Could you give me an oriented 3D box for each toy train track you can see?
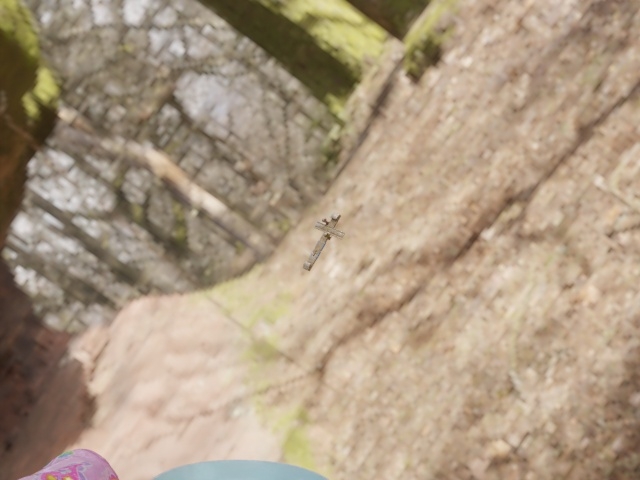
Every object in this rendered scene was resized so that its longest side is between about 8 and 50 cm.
[{"bbox_3d":[0.000,0.000,1.717,0.048,0.014,0.083,23,80,37],"label":"toy train track"}]

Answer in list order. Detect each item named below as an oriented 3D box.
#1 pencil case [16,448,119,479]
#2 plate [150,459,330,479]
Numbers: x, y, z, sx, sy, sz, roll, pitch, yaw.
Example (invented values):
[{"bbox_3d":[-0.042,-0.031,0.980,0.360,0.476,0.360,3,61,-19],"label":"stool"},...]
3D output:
[{"bbox_3d":[-0.294,0.304,1.392,0.124,0.124,0.284,-53,-5,8],"label":"pencil case"},{"bbox_3d":[-0.075,0.248,1.271,0.188,0.188,0.024,-106,17,-79],"label":"plate"}]
